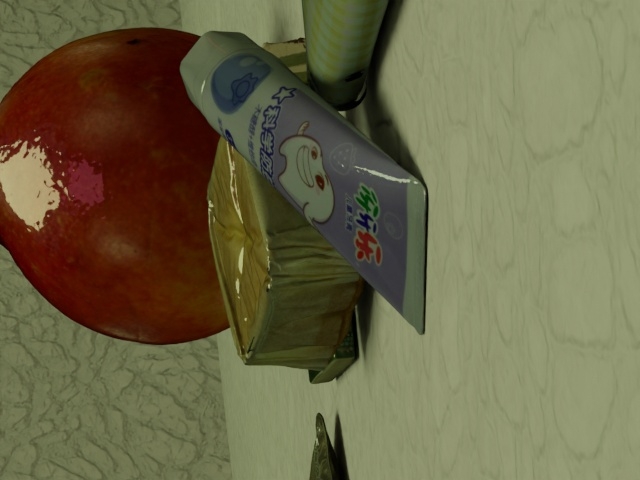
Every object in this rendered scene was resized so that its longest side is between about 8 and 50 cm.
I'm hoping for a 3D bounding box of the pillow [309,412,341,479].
[{"bbox_3d":[0.003,0.281,2.022,0.217,0.033,0.130,96,167,-55],"label":"pillow"}]

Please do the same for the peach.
[{"bbox_3d":[-0.213,-0.070,2.226,0.388,0.388,0.388,176,90,-83],"label":"peach"}]

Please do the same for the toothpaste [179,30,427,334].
[{"bbox_3d":[-0.003,-0.068,1.524,0.371,0.080,0.125,44,142,49],"label":"toothpaste"}]

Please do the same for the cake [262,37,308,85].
[{"bbox_3d":[-0.024,-0.181,1.998,0.140,0.055,0.051,-7,-89,-79],"label":"cake"}]

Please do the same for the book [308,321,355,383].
[{"bbox_3d":[0.000,0.000,1.894,0.202,0.027,0.264,124,141,-77],"label":"book"}]

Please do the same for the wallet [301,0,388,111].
[{"bbox_3d":[0.014,-0.251,1.466,0.309,0.077,0.223,108,153,-75],"label":"wallet"}]

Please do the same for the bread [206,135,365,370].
[{"bbox_3d":[-0.028,-0.007,1.719,0.192,0.110,0.210,108,153,-49],"label":"bread"}]
